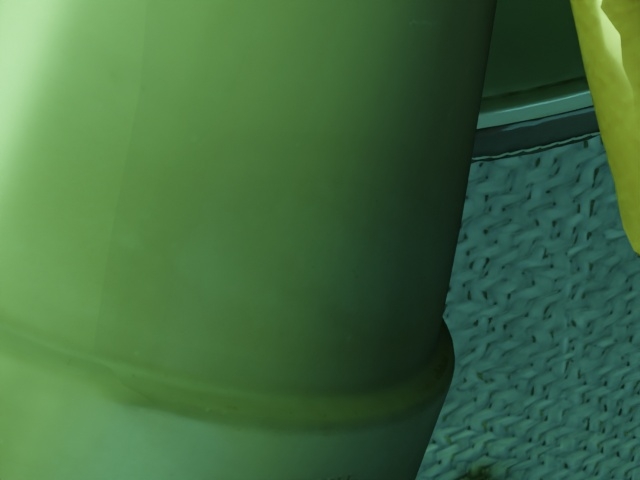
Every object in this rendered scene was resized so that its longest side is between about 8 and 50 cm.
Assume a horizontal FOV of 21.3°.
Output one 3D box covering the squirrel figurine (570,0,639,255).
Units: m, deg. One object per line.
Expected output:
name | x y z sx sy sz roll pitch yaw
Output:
squirrel figurine | 0.273 -0.219 0.616 0.370 0.397 0.281 -12 -172 22

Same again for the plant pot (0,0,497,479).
plant pot | -0.061 -0.079 0.651 0.323 0.323 0.280 8 114 -38

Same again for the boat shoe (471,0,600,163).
boat shoe | 0.179 -0.107 0.899 0.324 0.116 0.097 -25 140 -15
